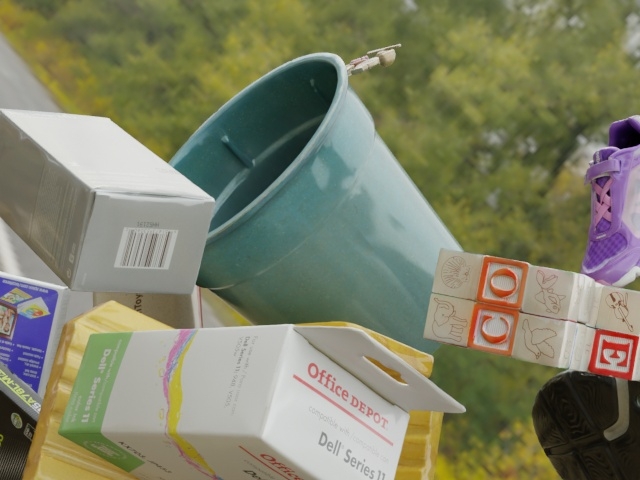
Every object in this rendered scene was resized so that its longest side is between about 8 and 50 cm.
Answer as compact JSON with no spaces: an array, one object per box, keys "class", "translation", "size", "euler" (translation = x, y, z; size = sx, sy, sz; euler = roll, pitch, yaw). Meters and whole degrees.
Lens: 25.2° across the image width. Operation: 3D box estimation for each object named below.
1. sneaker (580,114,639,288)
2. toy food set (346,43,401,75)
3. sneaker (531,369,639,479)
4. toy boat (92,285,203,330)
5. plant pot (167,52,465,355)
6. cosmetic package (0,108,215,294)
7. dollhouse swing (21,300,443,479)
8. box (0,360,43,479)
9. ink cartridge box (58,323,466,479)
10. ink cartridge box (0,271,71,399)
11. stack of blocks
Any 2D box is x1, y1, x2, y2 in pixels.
[{"class":"sneaker","translation":[0.332,-0.047,1.596],"size":[0.104,0.236,0.095],"euler":[44,-34,-23]},{"class":"toy food set","translation":[0.059,-0.234,1.936],"size":[0.078,0.122,0.019],"euler":[-8,-73,38]},{"class":"sneaker","translation":[0.459,0.170,1.767],"size":[0.169,0.258,0.447],"euler":[62,-30,13]},{"class":"toy boat","translation":[-0.220,0.137,1.942],"size":[0.151,0.151,0.231],"euler":[60,19,-55]},{"class":"plant pot","translation":[0.000,0.000,1.821],"size":[0.334,0.341,0.341],"euler":[47,-4,-24]},{"class":"cosmetic package","translation":[-0.211,-0.039,1.319],"size":[0.127,0.107,0.238],"euler":[2,23,-36]},{"class":"dollhouse swing","translation":[-0.091,0.234,1.533],"size":[0.315,0.346,0.305],"euler":[-6,-29,34]},{"class":"box","translation":[-0.401,0.257,1.804],"size":[0.184,0.190,0.045],"euler":[37,34,16]},{"class":"ink cartridge box","translation":[-0.059,0.179,1.409],"size":[0.354,0.119,0.207],"euler":[-6,-32,40]},{"class":"ink cartridge box","translation":[-0.450,0.140,1.904],"size":[0.206,0.208,0.045],"euler":[13,-1,11]},{"class":"stack of blocks","translation":[0.230,0.078,1.389],"size":[0.171,0.087,0.297],"euler":[10,-3,23]}]
